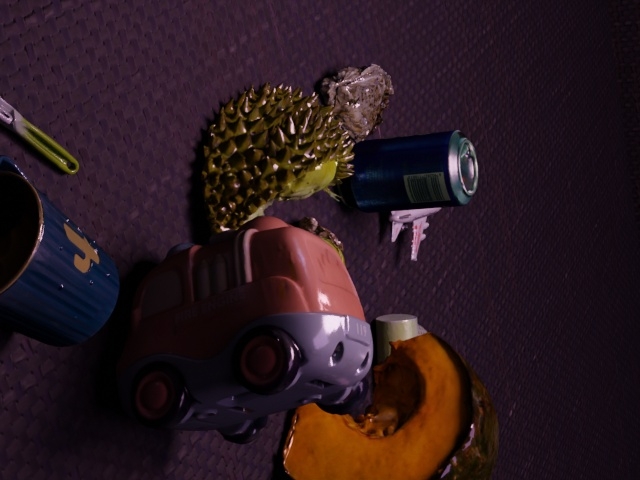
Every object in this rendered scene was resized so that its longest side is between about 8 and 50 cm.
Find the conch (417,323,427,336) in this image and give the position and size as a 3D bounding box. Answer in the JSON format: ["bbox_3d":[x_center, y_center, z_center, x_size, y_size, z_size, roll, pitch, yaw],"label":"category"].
[{"bbox_3d":[0.162,0.173,1.935,0.076,0.056,0.085,-81,153,-44],"label":"conch"}]

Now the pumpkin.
[{"bbox_3d":[0.112,0.301,1.615,0.225,0.303,0.256,54,16,-56],"label":"pumpkin"}]

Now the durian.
[{"bbox_3d":[-0.057,-0.111,1.523,0.355,0.157,0.169,-28,149,-59],"label":"durian"}]

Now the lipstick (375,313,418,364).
[{"bbox_3d":[0.133,0.276,1.852,0.076,0.076,0.304,-10,98,-62],"label":"lipstick"}]

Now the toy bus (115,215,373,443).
[{"bbox_3d":[-0.090,0.094,1.261,0.194,0.287,0.232,24,52,-60],"label":"toy bus"}]

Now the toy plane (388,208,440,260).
[{"bbox_3d":[0.158,-0.051,1.925,0.171,0.065,0.162,-23,109,-62],"label":"toy plane"}]

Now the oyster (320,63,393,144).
[{"bbox_3d":[0.059,-0.219,1.760,0.125,0.064,0.177,-60,151,-22],"label":"oyster"}]

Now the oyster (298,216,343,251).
[{"bbox_3d":[0.000,0.000,1.628,0.083,0.081,0.038,36,74,-13],"label":"oyster"}]

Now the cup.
[{"bbox_3d":[-0.279,0.009,1.069,0.155,0.131,0.176,48,22,-56],"label":"cup"}]

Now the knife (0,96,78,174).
[{"bbox_3d":[-0.298,-0.113,1.124,0.022,0.026,0.184,-45,144,-1],"label":"knife"}]

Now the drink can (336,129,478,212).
[{"bbox_3d":[0.132,-0.104,1.732,0.118,0.205,0.118,10,79,-63],"label":"drink can"}]

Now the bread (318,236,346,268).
[{"bbox_3d":[-0.009,0.066,1.586,0.139,0.071,0.130,-50,146,-41],"label":"bread"}]
